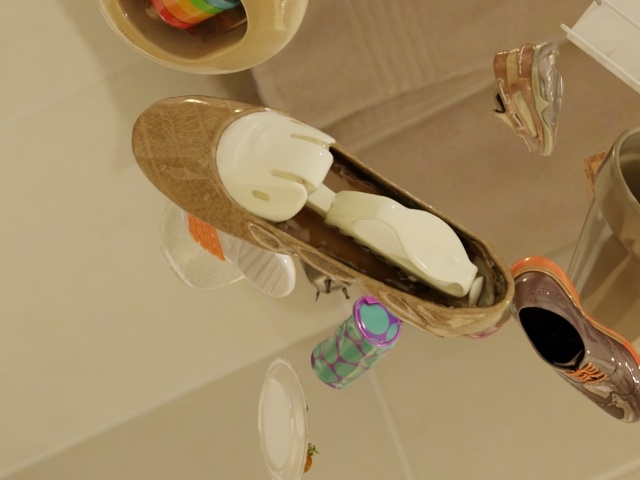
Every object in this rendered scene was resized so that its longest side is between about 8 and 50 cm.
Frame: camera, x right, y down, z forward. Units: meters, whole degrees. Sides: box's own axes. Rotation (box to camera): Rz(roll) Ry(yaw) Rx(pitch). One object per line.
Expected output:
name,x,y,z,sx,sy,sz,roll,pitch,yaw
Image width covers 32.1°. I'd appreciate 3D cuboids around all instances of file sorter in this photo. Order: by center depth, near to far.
file sorter,0.533,-0.377,1.713,0.193,0.277,0.173,42,15,14

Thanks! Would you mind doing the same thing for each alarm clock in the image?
alarm clock,0.000,0.000,1.759,0.129,0.064,0.192,24,54,-69

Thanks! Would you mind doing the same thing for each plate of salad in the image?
plate of salad,-0.047,0.272,1.649,0.200,0.048,0.199,180,-90,-68

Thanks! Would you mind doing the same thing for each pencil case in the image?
pencil case,0.041,0.119,1.301,0.151,0.065,0.070,128,-37,-55

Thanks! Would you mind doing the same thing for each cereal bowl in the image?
cereal bowl,-0.150,-0.077,1.945,0.141,0.339,0.339,54,8,-25

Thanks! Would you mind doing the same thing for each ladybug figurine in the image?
ladybug figurine,-0.172,-0.415,1.729,0.305,0.449,0.162,49,55,-28

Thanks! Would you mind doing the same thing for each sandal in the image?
sandal,-0.094,-0.017,1.391,0.265,0.076,0.102,41,-44,37

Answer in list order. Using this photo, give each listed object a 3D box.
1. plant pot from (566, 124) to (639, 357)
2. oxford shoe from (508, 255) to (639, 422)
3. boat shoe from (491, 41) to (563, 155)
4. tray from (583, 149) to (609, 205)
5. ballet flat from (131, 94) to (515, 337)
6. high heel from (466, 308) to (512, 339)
plant pot,0.515,0.035,1.678,0.280,0.323,0.323,-64,-145,39
oxford shoe,0.315,0.145,1.358,0.271,0.097,0.098,45,31,-17
boat shoe,0.369,-0.255,1.990,0.324,0.117,0.123,63,37,-61
tray,0.565,-0.039,2.107,0.411,0.076,0.202,19,53,-74
ballet flat,0.015,-0.024,0.883,0.342,0.116,0.124,32,-16,-12
high heel,0.118,0.037,1.713,0.377,0.127,0.181,36,-10,3
